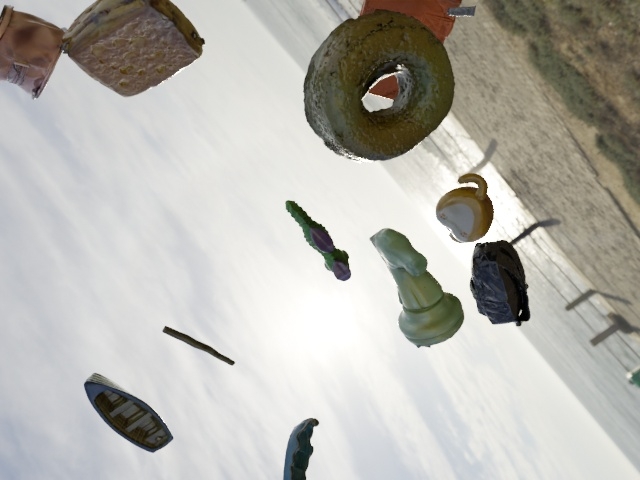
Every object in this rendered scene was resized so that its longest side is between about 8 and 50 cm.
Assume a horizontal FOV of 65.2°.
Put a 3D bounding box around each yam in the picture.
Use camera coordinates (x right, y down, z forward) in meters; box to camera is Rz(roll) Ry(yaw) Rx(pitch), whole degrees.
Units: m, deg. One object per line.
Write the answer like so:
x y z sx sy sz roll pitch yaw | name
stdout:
-0.349 0.306 1.447 0.234 0.029 0.027 33 -156 -18 | yam

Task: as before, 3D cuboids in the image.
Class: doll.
0.000 0.000 0.906 0.190 0.050 0.115 51 179 -26 | doll
0.425 -0.077 1.468 0.166 0.162 0.269 50 -175 10 | doll

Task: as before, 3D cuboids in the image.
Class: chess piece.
0.230 0.100 1.240 0.298 0.176 0.175 61 -173 -19 | chess piece

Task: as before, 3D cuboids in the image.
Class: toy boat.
-0.366 0.322 0.948 0.228 0.080 0.046 57 177 -31 | toy boat
-0.045 0.563 1.321 0.075 0.077 0.185 46 -139 -42 | toy boat

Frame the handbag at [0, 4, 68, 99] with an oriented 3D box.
-0.615 -0.385 1.033 0.117 0.179 0.205 22 -175 -37 | handbag

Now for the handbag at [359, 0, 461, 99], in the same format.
0.262 -0.664 1.648 0.304 0.410 0.116 16 -126 -2 | handbag

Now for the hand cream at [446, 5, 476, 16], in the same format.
0.401 -0.650 1.423 0.019 0.093 0.030 -111 19 -48 | hand cream

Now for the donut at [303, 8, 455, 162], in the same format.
0.109 -0.255 0.862 0.272 0.272 0.107 45 -171 -26 | donut

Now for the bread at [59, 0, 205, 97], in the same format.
-0.382 -0.410 1.024 0.210 0.235 0.099 34 -146 -66 | bread

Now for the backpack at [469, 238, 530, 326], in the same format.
0.342 0.077 0.975 0.165 0.106 0.120 59 -143 -25 | backpack
